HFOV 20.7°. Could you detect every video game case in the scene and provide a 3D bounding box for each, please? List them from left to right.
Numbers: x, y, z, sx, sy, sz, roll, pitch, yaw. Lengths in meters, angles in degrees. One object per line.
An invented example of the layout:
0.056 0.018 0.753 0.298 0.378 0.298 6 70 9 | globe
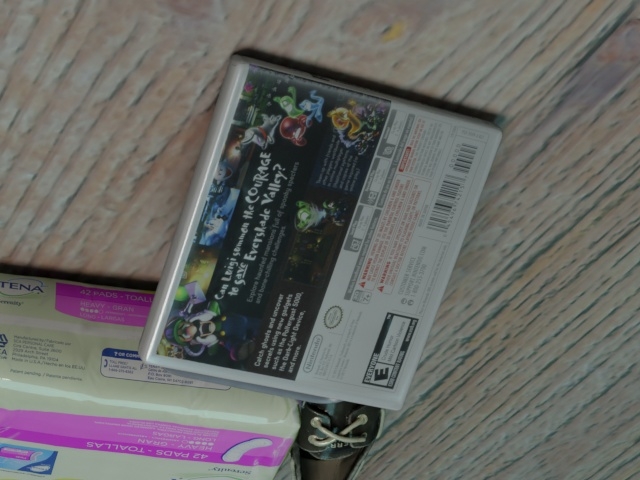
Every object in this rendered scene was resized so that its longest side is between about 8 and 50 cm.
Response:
0.000 0.000 1.036 0.173 0.022 0.190 13 107 -23 | video game case

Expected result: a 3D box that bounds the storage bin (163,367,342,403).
-0.028 0.035 1.117 0.135 0.091 0.098 12 143 -23 | storage bin

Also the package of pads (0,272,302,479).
-0.145 0.142 1.259 0.229 0.101 0.296 8 145 -14 | package of pads

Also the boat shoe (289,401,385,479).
0.015 0.123 1.270 0.078 0.070 0.219 0 146 -5 | boat shoe
